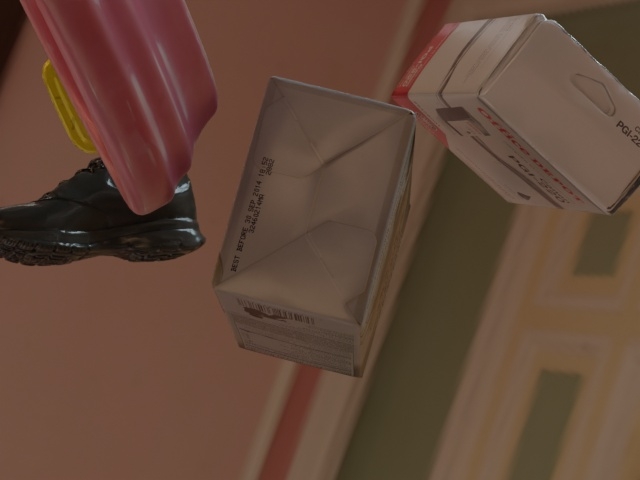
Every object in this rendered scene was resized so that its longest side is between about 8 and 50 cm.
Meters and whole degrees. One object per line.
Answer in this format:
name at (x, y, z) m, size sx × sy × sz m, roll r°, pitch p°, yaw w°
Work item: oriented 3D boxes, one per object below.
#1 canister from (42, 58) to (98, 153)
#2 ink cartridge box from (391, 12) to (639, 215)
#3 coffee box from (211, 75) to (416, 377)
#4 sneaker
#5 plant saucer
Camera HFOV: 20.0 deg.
canister at (-0.228, -0.185, 1.972) m, size 0.073 × 0.126 × 0.170 m, roll -10°, pitch -153°, yaw 24°
ink cartridge box at (0.173, -0.106, 1.528) m, size 0.092 × 0.158 × 0.218 m, roll -52°, pitch -165°, yaw -9°
coffee box at (0.000, 0.000, 1.444) m, size 0.297 × 0.118 × 0.168 m, roll 82°, pitch 22°, yaw -79°
sneaker at (-0.278, -0.037, 2.147) m, size 0.109 × 0.286 × 0.130 m, roll -19°, pitch -105°, yaw 58°
plant saucer at (-0.156, -0.180, 1.152) m, size 0.084 × 0.332 × 0.332 m, roll -27°, pitch -152°, yaw -7°
